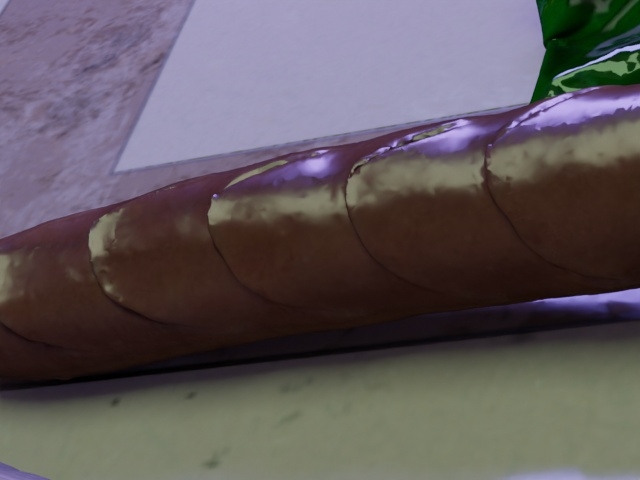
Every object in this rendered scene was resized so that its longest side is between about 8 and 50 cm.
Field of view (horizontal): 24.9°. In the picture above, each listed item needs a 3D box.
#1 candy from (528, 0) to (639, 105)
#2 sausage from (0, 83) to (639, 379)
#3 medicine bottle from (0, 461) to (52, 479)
[{"bbox_3d":[0.165,-0.120,0.707,0.141,0.078,0.203,-21,45,22],"label":"candy"},{"bbox_3d":[0.001,0.001,0.619,0.433,0.088,0.088,-10,37,23],"label":"sausage"},{"bbox_3d":[-0.192,0.127,0.530,0.249,0.133,0.133,5,44,34],"label":"medicine bottle"}]
